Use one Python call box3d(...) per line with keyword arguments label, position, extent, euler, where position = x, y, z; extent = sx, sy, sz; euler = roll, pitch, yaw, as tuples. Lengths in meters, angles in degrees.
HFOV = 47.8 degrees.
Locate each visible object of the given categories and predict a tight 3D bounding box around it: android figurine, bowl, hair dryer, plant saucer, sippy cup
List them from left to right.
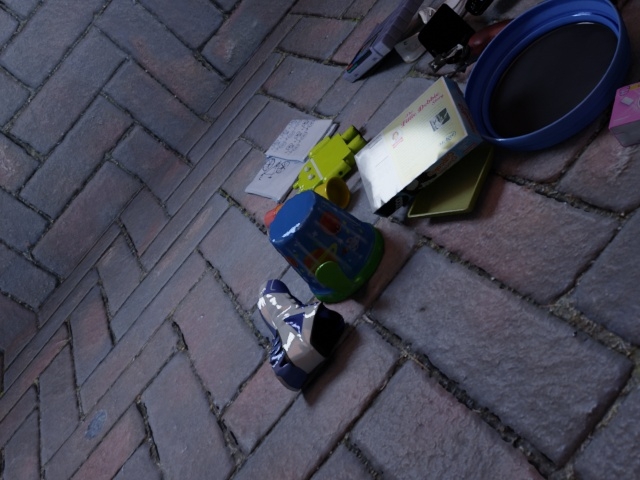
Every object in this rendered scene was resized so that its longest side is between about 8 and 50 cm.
box3d(label="sippy cup", position=(0.000, 0.000, 1.800), extent=(0.306, 0.224, 0.240), euler=(3, 58, 57))
box3d(label="android figurine", position=(0.023, -0.238, 2.235), extent=(0.273, 0.056, 0.248), euler=(-41, 30, 12))
box3d(label="plant saucer", position=(0.314, -0.125, 1.692), extent=(0.188, 0.045, 0.188), euler=(-6, 49, 52))
box3d(label="hair dryer", position=(0.436, -0.497, 1.901), extent=(0.294, 0.080, 0.223), euler=(-32, 24, 6))
box3d(label="bowl", position=(0.503, -0.372, 1.624), extent=(0.391, 0.077, 0.391), euler=(-31, 42, 33))

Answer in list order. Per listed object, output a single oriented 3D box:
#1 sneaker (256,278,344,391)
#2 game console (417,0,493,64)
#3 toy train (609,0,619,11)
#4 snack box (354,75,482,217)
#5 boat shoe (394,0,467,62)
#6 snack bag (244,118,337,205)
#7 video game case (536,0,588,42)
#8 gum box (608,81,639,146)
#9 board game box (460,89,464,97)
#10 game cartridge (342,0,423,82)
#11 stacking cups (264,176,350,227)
box3d(label="sneaker", position=(-0.035, 0.197, 1.737), extent=(0.182, 0.127, 0.315), euler=(-38, 37, 14))
box3d(label="game console", position=(0.440, -0.686, 2.104), extent=(0.361, 0.044, 0.213), euler=(-49, 38, 21))
box3d(label="toy train", position=(0.680, -0.533, 1.688), extent=(0.036, 0.027, 0.158), euler=(-16, 41, 30))
box3d(label="snack box", position=(0.225, -0.220, 1.739), extent=(0.322, 0.060, 0.187), euler=(-40, 52, 36))
box3d(label="boat shoe", position=(0.346, -0.687, 2.271), extent=(0.277, 0.096, 0.098), euler=(-45, 29, 10))
box3d(label="snack bag", position=(-0.118, -0.285, 2.509), extent=(0.342, 0.037, 0.323), euler=(-55, 29, -9))
box3d(label="video game case", position=(0.566, -0.486, 1.745), extent=(0.196, 0.026, 0.274), euler=(-3, 61, 57))
box3d(label="gum box", position=(0.650, -0.255, 1.354), extent=(0.188, 0.062, 0.107), euler=(-13, 45, 48))
box3d(label="board game box", position=(0.310, -0.311, 1.873), extent=(0.181, 0.092, 0.043), euler=(-54, 30, -9))
box3d(label="game cartridge", position=(0.197, -0.667, 2.402), extent=(0.230, 0.068, 0.355), euler=(-54, 11, -15))
box3d(label="stacking cups", position=(-0.049, -0.104, 2.141), extent=(0.316, 0.096, 0.096), euler=(-17, 42, 48))
